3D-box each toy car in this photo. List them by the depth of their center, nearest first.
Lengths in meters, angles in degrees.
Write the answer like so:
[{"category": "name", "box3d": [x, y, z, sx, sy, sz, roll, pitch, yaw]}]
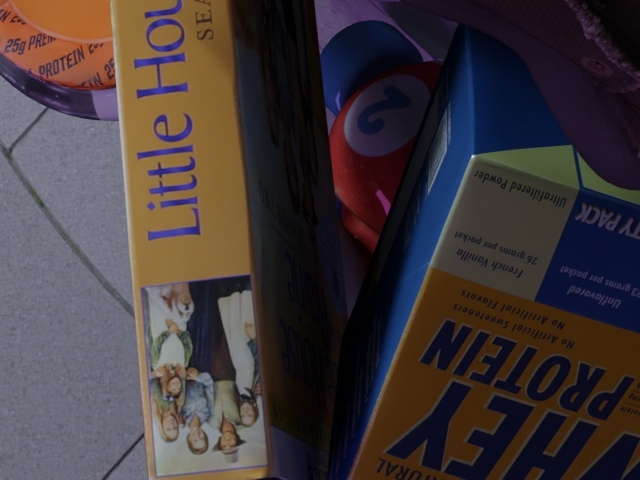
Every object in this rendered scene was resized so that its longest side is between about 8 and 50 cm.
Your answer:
[{"category": "toy car", "box3d": [0.000, 0.000, 1.084, 0.219, 0.238, 0.210, 48, 144, 43]}]

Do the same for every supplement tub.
[{"category": "supplement tub", "box3d": [-0.139, -0.189, 1.219, 0.207, 0.207, 0.338, 42, -174, -2]}]

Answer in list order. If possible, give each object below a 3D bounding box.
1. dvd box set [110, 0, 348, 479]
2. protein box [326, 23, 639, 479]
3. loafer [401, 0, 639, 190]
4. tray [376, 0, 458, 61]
[{"category": "dvd box set", "box3d": [-0.042, -0.072, 0.877, 0.307, 0.062, 0.420, 53, -150, -74]}, {"category": "protein box", "box3d": [0.097, 0.030, 0.780, 0.136, 0.201, 0.200, 17, -155, -4]}, {"category": "loafer", "box3d": [0.114, -0.106, 0.505, 0.130, 0.134, 0.366, 13, 173, 30]}, {"category": "tray", "box3d": [0.154, -0.076, 1.111, 0.270, 0.030, 0.145, 43, 176, -13]}]
